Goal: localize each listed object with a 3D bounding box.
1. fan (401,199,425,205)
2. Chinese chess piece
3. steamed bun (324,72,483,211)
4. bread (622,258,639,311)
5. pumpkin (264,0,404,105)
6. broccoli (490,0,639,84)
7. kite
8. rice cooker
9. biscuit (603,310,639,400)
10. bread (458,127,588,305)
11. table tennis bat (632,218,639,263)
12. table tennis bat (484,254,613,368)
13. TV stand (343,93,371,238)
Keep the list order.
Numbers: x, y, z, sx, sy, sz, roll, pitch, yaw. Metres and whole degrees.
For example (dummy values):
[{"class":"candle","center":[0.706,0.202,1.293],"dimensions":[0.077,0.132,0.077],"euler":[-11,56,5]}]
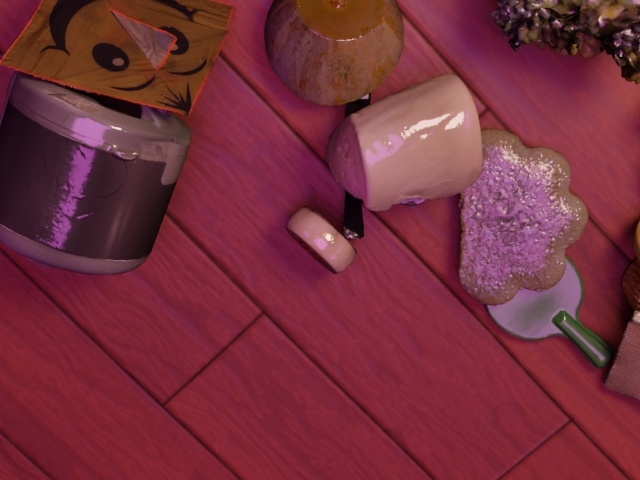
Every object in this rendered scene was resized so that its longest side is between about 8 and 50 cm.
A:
[{"class":"fan","center":[0.160,-0.115,1.535],"dimensions":[0.085,0.005,0.133],"euler":[37,104,-6]},{"class":"Chinese chess piece","center":[0.000,0.000,1.512],"dimensions":[0.122,0.122,0.051],"euler":[41,84,-8]},{"class":"steamed bun","center":[0.128,-0.131,1.412],"dimensions":[0.225,0.200,0.170],"euler":[-21,91,-5]},{"class":"bread","center":[0.583,0.106,1.522],"dimensions":[0.190,0.114,0.132],"euler":[40,100,-13]},{"class":"pumpkin","center":[0.017,-0.323,1.418],"dimensions":[0.217,0.110,0.217],"euler":[-1,81,5]},{"class":"broccoli","center":[0.404,-0.388,1.310],"dimensions":[0.272,0.324,0.334],"euler":[19,78,-21]},{"class":"kite","center":[-0.274,-0.287,1.382],"dimensions":[0.327,0.377,0.013],"euler":[51,147,23]},{"class":"rice cooker","center":[-0.350,-0.114,1.423],"dimensions":[0.288,0.288,0.277],"euler":[20,103,-3]},{"class":"biscuit","center":[0.529,0.192,1.514],"dimensions":[0.121,0.040,0.199],"euler":[22,145,17]},{"class":"bread","center":[0.318,-0.037,1.512],"dimensions":[0.207,0.056,0.286],"euler":[-3,101,8]},{"class":"table tennis bat","center":[0.633,0.020,1.480],"dimensions":[0.321,0.198,0.050],"euler":[-3,139,-15]},{"class":"table tennis bat","center":[0.381,0.114,1.570],"dimensions":[0.257,0.039,0.160],"euler":[43,102,-3]},{"class":"TV stand","center":[0.056,-0.132,1.513],"dimensions":[0.040,0.049,0.256],"euler":[2,104,0]}]
